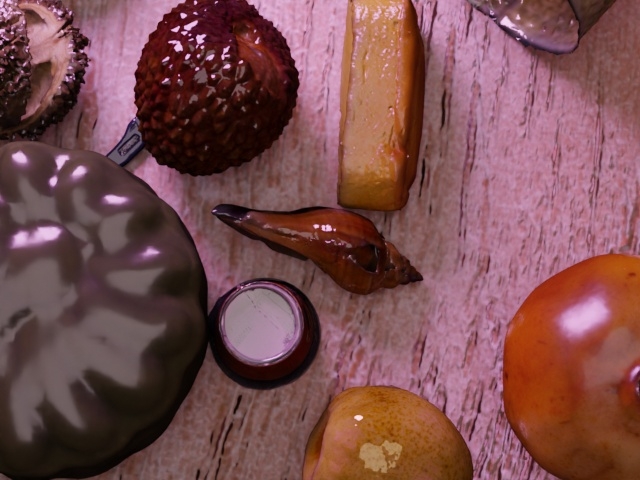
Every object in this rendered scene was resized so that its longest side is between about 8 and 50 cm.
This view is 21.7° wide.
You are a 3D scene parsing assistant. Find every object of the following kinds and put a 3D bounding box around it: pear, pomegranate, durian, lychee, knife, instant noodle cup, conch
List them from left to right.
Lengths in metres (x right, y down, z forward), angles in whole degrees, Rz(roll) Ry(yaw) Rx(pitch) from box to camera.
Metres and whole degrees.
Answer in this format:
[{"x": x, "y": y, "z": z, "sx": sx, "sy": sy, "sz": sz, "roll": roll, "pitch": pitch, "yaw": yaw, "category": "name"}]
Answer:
[{"x": -0.348, "y": -0.183, "z": 1.793, "sx": 0.196, "sy": 0.196, "sz": 0.167, "roll": -2, "pitch": 70, "yaw": 0, "category": "durian"}, {"x": -0.224, "y": -0.096, "z": 1.846, "sx": 0.121, "sy": 0.018, "sz": 0.031, "roll": -45, "pitch": 91, "yaw": -5, "category": "knife"}, {"x": -0.117, "y": -0.158, "z": 1.782, "sx": 0.188, "sy": 0.188, "sz": 0.188, "roll": 0, "pitch": 82, "yaw": 1, "category": "lychee"}, {"x": -0.060, "y": 0.092, "z": 1.757, "sx": 0.127, "sy": 0.135, "sz": 0.127, "roll": 0, "pitch": 82, "yaw": 0, "category": "instant noodle cup"}, {"x": 0.004, "y": -0.003, "z": 1.795, "sx": 0.233, "sy": 0.086, "sz": 0.080, "roll": 27, "pitch": 83, "yaw": 3, "category": "conch"}, {"x": 0.071, "y": 0.232, "z": 1.723, "sx": 0.178, "sy": 0.178, "sz": 0.178, "roll": 0, "pitch": 82, "yaw": 1, "category": "pear"}, {"x": 0.313, "y": 0.138, "z": 1.687, "sx": 0.264, "sy": 0.264, "sz": 0.264, "roll": 0, "pitch": 82, "yaw": 1, "category": "pomegranate"}]

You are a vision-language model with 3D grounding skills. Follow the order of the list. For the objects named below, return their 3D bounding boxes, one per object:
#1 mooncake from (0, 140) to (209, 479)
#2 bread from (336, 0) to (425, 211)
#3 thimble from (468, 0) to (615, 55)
[{"x": -0.291, "y": 0.075, "z": 1.730, "sx": 0.356, "sy": 0.194, "sz": 0.356, "roll": 0, "pitch": 85, "yaw": 2, "category": "mooncake"}, {"x": 0.065, "y": -0.153, "z": 1.810, "sx": 0.094, "sy": 0.102, "sz": 0.245, "roll": 3, "pitch": 80, "yaw": 3, "category": "bread"}, {"x": 0.218, "y": -0.338, "z": 1.753, "sx": 0.271, "sy": 0.271, "sz": 0.150, "roll": 42, "pitch": 82, "yaw": 6, "category": "thimble"}]
